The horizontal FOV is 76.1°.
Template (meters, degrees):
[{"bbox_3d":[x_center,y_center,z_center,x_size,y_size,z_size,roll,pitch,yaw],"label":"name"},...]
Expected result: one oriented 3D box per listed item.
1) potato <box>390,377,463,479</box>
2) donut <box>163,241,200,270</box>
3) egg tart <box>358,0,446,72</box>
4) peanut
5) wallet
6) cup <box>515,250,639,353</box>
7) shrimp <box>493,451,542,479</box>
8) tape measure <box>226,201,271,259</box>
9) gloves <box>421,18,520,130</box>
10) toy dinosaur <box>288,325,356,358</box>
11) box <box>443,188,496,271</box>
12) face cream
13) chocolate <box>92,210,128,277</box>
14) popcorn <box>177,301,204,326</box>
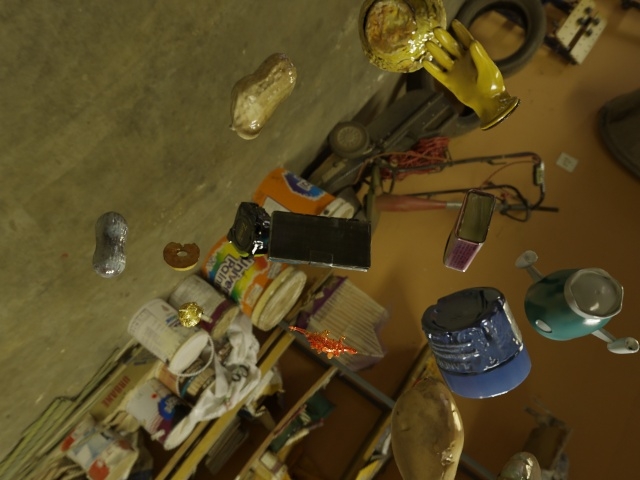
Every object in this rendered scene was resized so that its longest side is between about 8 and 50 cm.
[{"bbox_3d":[0.213,0.407,0.852,0.161,0.128,0.234,-11,-124,62],"label":"potato"},{"bbox_3d":[-0.425,0.051,1.254,0.043,0.108,0.097,108,-12,-56],"label":"donut"},{"bbox_3d":[0.233,-0.657,1.257,0.123,0.294,0.294,-32,154,-47],"label":"egg tart"},{"bbox_3d":[-0.191,-0.464,1.296,0.291,0.143,0.159,-51,159,4],"label":"peanut"},{"bbox_3d":[0.000,0.000,1.257,0.044,0.317,0.169,118,-24,-68],"label":"wallet"},{"bbox_3d":[0.577,0.136,0.926,0.167,0.299,0.173,-41,164,-10],"label":"cup"},{"bbox_3d":[0.287,0.441,0.629,0.254,0.059,0.145,-33,113,-44],"label":"shrimp"},{"bbox_3d":[-0.244,-0.023,1.474,0.112,0.186,0.199,0,125,-39],"label":"tape measure"},{"bbox_3d":[0.387,-0.440,1.085,0.133,0.294,0.116,-40,-167,28],"label":"gloves"},{"bbox_3d":[0.008,0.400,1.601,0.117,0.288,0.070,-82,-166,-70],"label":"toy dinosaur"},{"bbox_3d":[0.329,-0.015,0.915,0.224,0.069,0.120,58,51,-71],"label":"box"},{"bbox_3d":[0.433,0.278,1.164,0.249,0.225,0.249,-25,-172,4],"label":"face cream"},{"bbox_3d":[-0.492,0.006,0.959,0.072,0.072,0.167,88,-3,-69],"label":"chocolate"},{"bbox_3d":[-0.428,0.235,1.341,0.084,0.084,0.084,-51,166,-18],"label":"popcorn"}]
